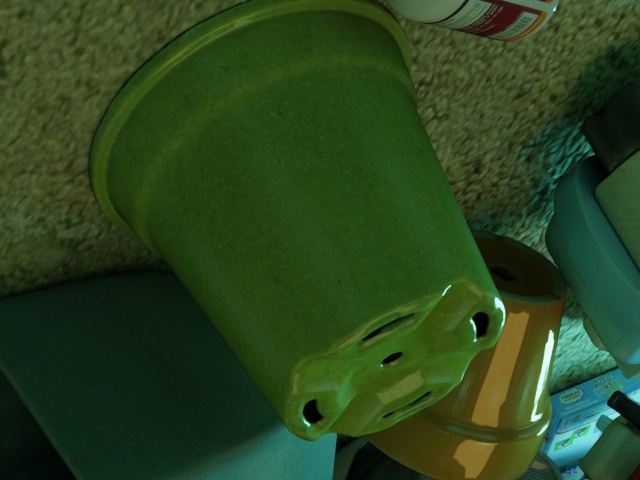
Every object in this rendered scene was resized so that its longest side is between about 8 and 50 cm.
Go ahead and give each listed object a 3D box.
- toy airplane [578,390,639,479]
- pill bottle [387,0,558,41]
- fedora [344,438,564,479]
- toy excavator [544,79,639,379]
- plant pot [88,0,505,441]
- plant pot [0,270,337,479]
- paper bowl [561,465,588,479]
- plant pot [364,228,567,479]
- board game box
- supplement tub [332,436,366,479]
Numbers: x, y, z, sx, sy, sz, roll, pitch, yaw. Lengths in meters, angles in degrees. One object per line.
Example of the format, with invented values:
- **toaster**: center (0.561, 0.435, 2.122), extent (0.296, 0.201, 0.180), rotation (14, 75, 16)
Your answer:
- **toy airplane**: center (0.423, 0.294, 1.902), extent (0.384, 0.272, 0.386), rotation (-46, 165, -40)
- **pill bottle**: center (0.099, -0.195, 1.195), extent (0.152, 0.086, 0.086), rotation (5, 135, -46)
- **fedora**: center (0.155, 0.275, 1.680), extent (0.275, 0.243, 0.124), rotation (-5, 156, -33)
- **toy excavator**: center (0.343, 0.027, 1.668), extent (0.433, 0.222, 0.445), rotation (-12, 157, -42)
- **plant pot**: center (0.000, 0.000, 1.238), extent (0.276, 0.254, 0.276), rotation (-22, 150, -13)
- **plant pot**: center (-0.124, 0.171, 1.381), extent (0.252, 0.247, 0.248), rotation (-21, 139, -26)
- **paper bowl**: center (0.335, 0.398, 2.208), extent (0.284, 0.148, 0.284), rotation (-24, 164, -7)
- **plant pot**: center (0.145, 0.101, 1.605), extent (0.205, 0.205, 0.188), rotation (-4, 127, -38)
- **board game box**: center (0.348, 0.240, 2.138), extent (0.160, 0.039, 0.211), rotation (-20, 149, -18)
- **supplement tub**: center (0.140, 0.366, 1.941), extent (0.241, 0.241, 0.331), rotation (-35, 150, 9)
